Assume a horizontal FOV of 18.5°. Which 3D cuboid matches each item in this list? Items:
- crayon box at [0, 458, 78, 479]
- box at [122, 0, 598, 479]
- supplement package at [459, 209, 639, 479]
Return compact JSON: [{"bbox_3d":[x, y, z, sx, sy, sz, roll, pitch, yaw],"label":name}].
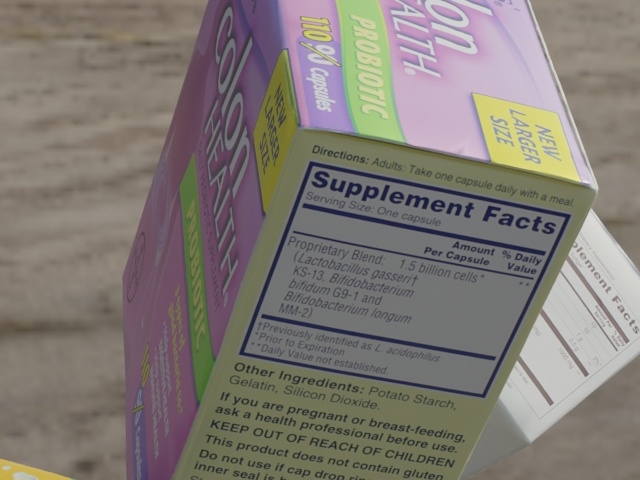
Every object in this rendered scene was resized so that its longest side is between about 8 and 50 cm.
[{"bbox_3d":[-0.280,0.271,1.651,0.323,0.083,0.203,11,24,23],"label":"crayon box"},{"bbox_3d":[0.000,0.000,0.837,0.117,0.243,0.213,11,35,-15],"label":"box"},{"bbox_3d":[0.049,0.050,1.226,0.145,0.204,0.262,-34,-4,-34],"label":"supplement package"}]
